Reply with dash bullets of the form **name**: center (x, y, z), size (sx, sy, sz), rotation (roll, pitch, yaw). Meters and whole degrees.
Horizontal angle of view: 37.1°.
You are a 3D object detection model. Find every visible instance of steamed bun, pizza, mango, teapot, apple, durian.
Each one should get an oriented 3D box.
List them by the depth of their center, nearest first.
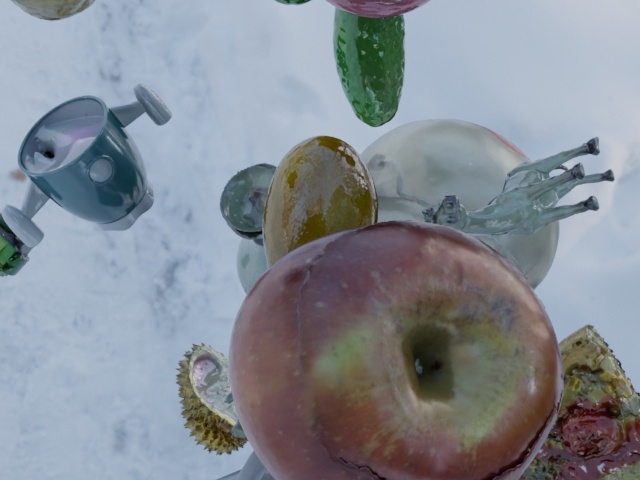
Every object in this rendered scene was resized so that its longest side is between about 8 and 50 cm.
- **apple**: center (0.060, 0.113, 0.800), size (0.272, 0.206, 0.251), rotation (-13, 80, -24)
- **mango**: center (0.000, 0.000, 1.037), size (0.136, 0.099, 0.227), rotation (-8, 104, -38)
- **teapot**: center (-0.057, -0.004, 1.402), size (0.183, 0.251, 0.183), rotation (-6, 63, 11)
- **steamed bun**: center (0.226, -0.061, 1.595), size (0.374, 0.374, 0.241), rotation (33, 68, -10)
- **pizza**: center (0.561, 0.406, 1.854), size (0.406, 0.440, 0.130), rotation (29, 37, 20)
- **durian**: center (-0.239, 0.340, 2.024), size (0.183, 0.138, 0.249), rotation (14, 43, -35)

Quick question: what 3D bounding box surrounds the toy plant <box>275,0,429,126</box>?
- **toy plant**: center (0.060, -0.332, 1.136), size (0.210, 0.356, 0.317), rotation (-6, 80, -15)

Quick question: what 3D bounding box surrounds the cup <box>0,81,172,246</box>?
- **cup**: center (-0.342, -0.105, 1.450), size (0.167, 0.299, 0.173), rotation (34, -14, 45)

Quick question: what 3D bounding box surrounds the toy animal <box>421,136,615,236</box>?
- **toy animal**: center (0.217, -0.048, 1.041), size (0.217, 0.176, 0.073), rotation (-33, 108, -57)

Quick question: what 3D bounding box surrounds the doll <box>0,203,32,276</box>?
- **doll**: center (-0.585, 0.023, 1.701), size (0.106, 0.186, 0.134), rotation (42, -1, 2)

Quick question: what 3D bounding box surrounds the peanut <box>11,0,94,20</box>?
- **peanut**: center (-0.253, -0.262, 0.839), size (0.140, 0.109, 0.159), rotation (33, 26, -19)

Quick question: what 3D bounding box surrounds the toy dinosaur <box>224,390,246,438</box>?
- **toy dinosaur**: center (-0.024, 0.173, 1.190), size (0.076, 0.363, 0.147), rotation (42, 37, -16)

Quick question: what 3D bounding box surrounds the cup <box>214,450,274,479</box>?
- **cup**: center (-0.044, 0.416, 1.495), size (0.327, 0.323, 0.237), rotation (-13, 21, -40)
